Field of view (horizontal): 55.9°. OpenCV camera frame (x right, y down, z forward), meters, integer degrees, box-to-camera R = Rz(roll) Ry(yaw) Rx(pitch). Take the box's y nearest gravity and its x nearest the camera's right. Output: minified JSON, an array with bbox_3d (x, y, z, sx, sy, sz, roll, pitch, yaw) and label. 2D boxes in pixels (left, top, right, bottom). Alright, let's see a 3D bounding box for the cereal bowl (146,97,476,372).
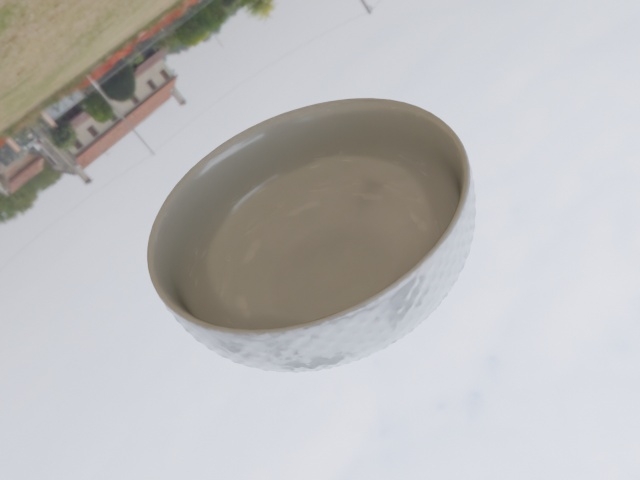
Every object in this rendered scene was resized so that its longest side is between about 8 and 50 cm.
[{"bbox_3d":[0.000,0.000,0.640,0.339,0.141,0.339,-13,-138,12],"label":"cereal bowl"}]
